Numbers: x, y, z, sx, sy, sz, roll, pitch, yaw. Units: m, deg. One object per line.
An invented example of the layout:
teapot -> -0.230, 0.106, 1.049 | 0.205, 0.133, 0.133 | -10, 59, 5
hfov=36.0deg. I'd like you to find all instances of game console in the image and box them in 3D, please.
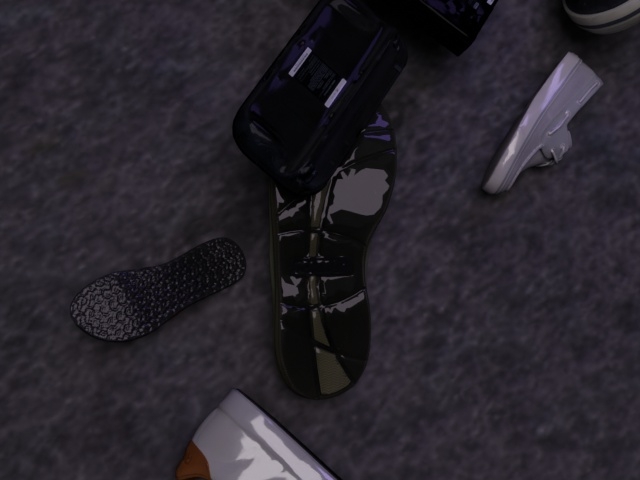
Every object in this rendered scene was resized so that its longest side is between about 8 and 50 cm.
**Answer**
game console -> 0.032, -0.210, 0.940 | 0.213, 0.044, 0.361 | 36, 67, -7

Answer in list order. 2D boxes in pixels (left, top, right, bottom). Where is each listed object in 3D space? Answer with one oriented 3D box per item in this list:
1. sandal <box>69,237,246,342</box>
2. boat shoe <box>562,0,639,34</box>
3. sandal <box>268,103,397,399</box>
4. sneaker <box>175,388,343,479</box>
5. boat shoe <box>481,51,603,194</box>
sandal -> -0.156, 0.050, 0.958 | 0.179, 0.040, 0.067 | -22, 87, -26
boat shoe -> 0.356, -0.457, 1.005 | 0.156, 0.187, 0.500 | 20, 97, -30
sandal -> -0.002, 0.001, 0.966 | 0.120, 0.086, 0.303 | 7, 92, -11
sneaker -> -0.009, 0.274, 0.898 | 0.290, 0.106, 0.123 | 39, 80, 13
boat shoe -> 0.235, -0.113, 1.030 | 0.063, 0.066, 0.184 | 35, 66, 2
